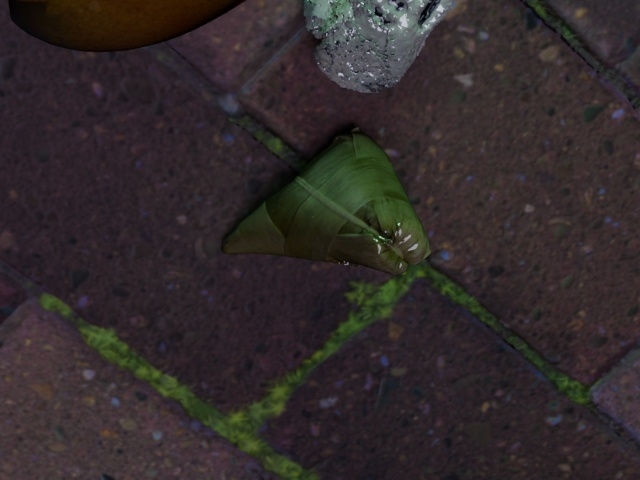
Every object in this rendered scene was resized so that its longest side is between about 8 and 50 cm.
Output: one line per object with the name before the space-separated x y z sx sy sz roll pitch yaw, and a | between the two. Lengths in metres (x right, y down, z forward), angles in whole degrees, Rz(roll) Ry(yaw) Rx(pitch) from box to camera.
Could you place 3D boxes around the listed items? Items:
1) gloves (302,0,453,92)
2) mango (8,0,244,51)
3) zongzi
gloves | 0.048 -0.198 1.562 0.114 0.070 0.153 24 114 -24
mango | -0.120 -0.259 1.445 0.287 0.153 0.201 -25 131 5
zongzi | 0.000 0.000 1.617 0.176 0.160 0.078 -34 126 7
